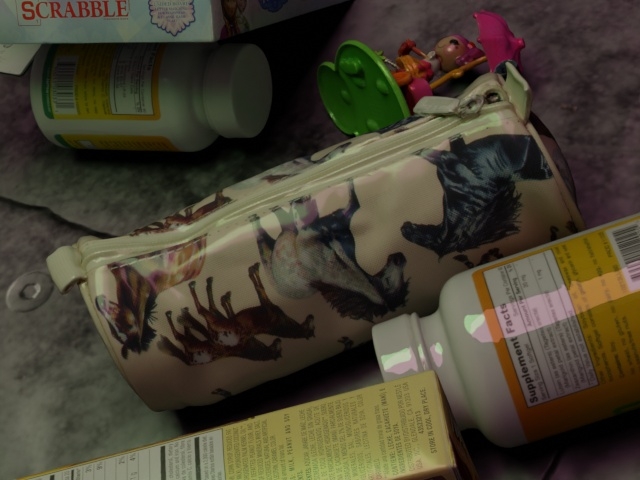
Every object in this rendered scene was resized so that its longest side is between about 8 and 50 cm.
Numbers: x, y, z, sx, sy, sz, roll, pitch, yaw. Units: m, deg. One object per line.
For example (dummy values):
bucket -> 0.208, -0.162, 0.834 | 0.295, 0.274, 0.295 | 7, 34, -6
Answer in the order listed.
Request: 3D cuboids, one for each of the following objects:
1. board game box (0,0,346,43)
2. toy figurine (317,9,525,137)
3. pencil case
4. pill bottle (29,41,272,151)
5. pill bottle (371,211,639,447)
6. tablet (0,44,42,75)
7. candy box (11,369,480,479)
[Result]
board game box -> -0.172, -0.238, 1.486 | 0.318, 0.066, 0.318 | 2, 15, 23
toy figurine -> 0.103, -0.149, 1.414 | 0.159, 0.130, 0.173 | -26, 21, -19
pencil case -> 0.000, 0.000, 1.256 | 0.410, 0.184, 0.160 | -22, 33, 4
pill bottle -> -0.157, -0.142, 1.482 | 0.208, 0.118, 0.118 | 2, 53, 24
pill bottle -> 0.169, 0.073, 1.160 | 0.245, 0.136, 0.136 | -19, 47, 6
tablet -> -0.338, -0.202, 1.678 | 0.083, 0.006, 0.054 | 13, 57, 29
candy box -> -0.044, 0.210, 1.097 | 0.316, 0.183, 0.088 | -16, 47, 8
